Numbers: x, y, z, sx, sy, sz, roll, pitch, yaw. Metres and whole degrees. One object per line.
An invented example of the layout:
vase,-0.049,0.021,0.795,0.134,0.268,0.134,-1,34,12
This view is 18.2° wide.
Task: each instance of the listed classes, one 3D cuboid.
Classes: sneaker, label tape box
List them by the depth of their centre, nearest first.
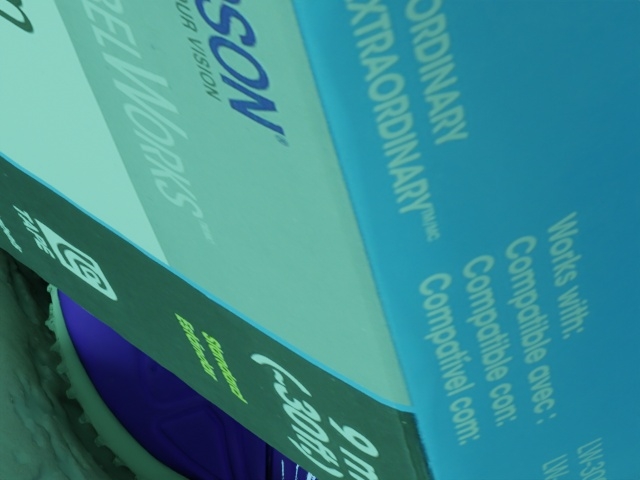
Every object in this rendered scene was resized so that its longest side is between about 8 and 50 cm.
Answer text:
label tape box,0.000,-0.046,0.430,0.347,0.115,0.249,35,160,28
sneaker,0.012,0.088,0.903,0.293,0.102,0.146,48,123,-2

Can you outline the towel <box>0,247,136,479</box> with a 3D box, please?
towel,-0.073,0.147,0.961,0.317,0.053,0.332,40,-167,-32
